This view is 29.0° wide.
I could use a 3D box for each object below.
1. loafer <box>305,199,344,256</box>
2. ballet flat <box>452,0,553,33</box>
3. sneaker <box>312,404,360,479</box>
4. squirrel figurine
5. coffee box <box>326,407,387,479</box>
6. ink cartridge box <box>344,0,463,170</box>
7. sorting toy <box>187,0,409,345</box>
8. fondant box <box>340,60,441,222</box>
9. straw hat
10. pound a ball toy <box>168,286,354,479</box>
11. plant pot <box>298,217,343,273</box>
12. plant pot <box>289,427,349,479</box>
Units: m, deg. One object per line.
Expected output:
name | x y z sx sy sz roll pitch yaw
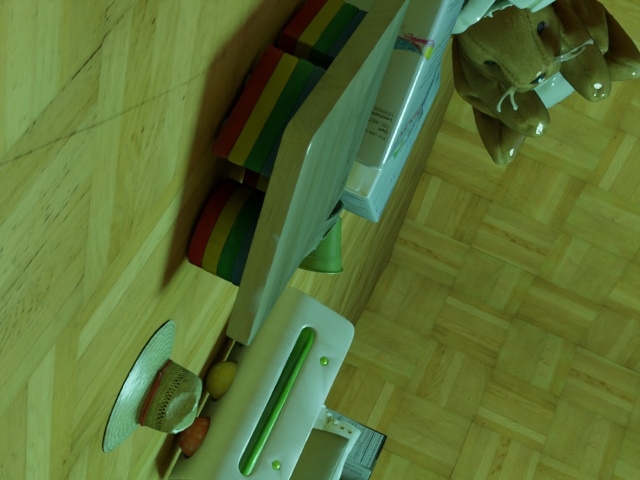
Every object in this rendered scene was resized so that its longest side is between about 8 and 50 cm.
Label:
loafer | -0.018 -0.018 1.673 0.148 0.056 0.050 -43 159 -49
ballet flat | 0.218 -0.307 1.420 0.409 0.147 0.147 -9 -130 58
sneaker | -0.009 0.322 2.277 0.108 0.169 0.292 104 -5 -58
squirrel figurine | 0.264 -0.343 1.831 0.281 0.396 0.370 -27 168 21
coffee box | -0.014 0.396 2.378 0.141 0.247 0.098 109 8 -45
ink cartridge box | 0.081 -0.242 1.322 0.201 0.117 0.278 -54 166 -64
sorting toy | -0.031 -0.082 1.128 0.255 0.089 0.257 -59 171 -46
fondant box | 0.083 -0.164 1.757 0.330 0.096 0.238 52 63 -84
straw hat | -0.145 0.149 1.179 0.144 0.061 0.144 25 90 -85
pound a ball toy | -0.112 0.225 1.594 0.208 0.136 0.319 -18 -138 63
plant pot | 0.000 0.000 1.810 0.083 0.083 0.079 -41 143 -76
plant pot | -0.098 0.409 1.979 0.284 0.191 0.284 24 90 -84
